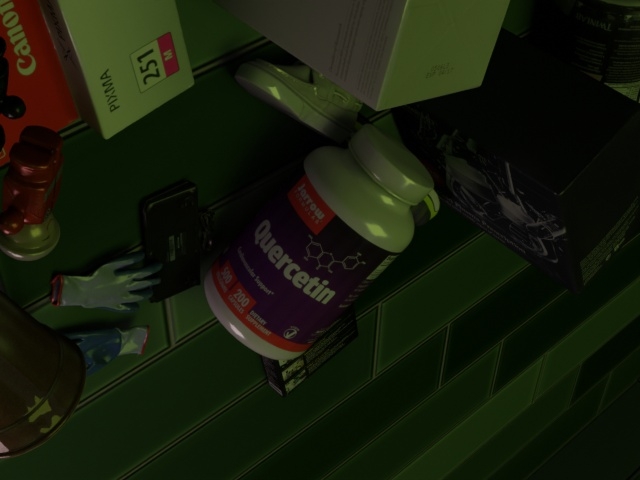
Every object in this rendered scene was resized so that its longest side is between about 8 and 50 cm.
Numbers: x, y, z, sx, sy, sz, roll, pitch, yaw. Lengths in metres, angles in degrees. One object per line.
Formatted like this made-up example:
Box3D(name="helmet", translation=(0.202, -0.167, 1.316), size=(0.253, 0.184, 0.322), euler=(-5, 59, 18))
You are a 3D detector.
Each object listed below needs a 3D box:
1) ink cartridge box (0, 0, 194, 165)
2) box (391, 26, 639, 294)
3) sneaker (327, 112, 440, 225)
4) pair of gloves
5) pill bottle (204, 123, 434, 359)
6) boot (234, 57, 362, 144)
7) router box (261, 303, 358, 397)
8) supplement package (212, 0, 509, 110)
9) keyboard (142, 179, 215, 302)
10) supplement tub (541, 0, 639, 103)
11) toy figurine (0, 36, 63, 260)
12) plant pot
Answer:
Box3D(name="ink cartridge box", translation=(-0.258, -0.213, 1.007), size=(0.239, 0.060, 0.275), euler=(-38, 145, -24))
Box3D(name="box", translation=(0.297, -0.134, 1.522), size=(0.179, 0.343, 0.312), euler=(-45, 147, -10))
Box3D(name="sneaker", translation=(0.083, -0.089, 1.539), size=(0.121, 0.111, 0.300), euler=(-44, 143, 6))
Box3D(name="pair of gloves", translation=(-0.285, 0.101, 1.303), size=(0.159, 0.023, 0.198), euler=(-6, 127, -39))
Box3D(name="pill bottle", translation=(0.000, 0.000, 1.368), size=(0.323, 0.181, 0.181), euler=(-48, 151, 20))
Box3D(name="boot", translation=(-0.012, -0.216, 1.302), size=(0.123, 0.095, 0.258), euler=(-62, 156, 4))
Box3D(name="router box", translation=(-0.017, 0.164, 1.695), size=(0.179, 0.046, 0.133), euler=(-38, 145, -23))
Box3D(name="supplement package", translation=(0.038, -0.293, 1.080), size=(0.178, 0.293, 0.175), euler=(-20, 136, -41))
Box3D(name="keyboard", translation=(-0.187, -0.001, 1.341), size=(0.108, 0.023, 0.180), euler=(-24, 139, -28))
Box3D(name="supplement tub", translation=(0.477, -0.305, 1.711), size=(0.207, 0.207, 0.338), euler=(-32, 144, -29))
Box3D(name="toy figurine", translation=(-0.347, -0.068, 0.896), size=(0.210, 0.213, 0.148), euler=(-19, 151, -33))
Box3D(name="plant pot", translation=(-0.374, 0.130, 1.116), size=(0.167, 0.167, 0.165), euler=(-44, 139, -13))
